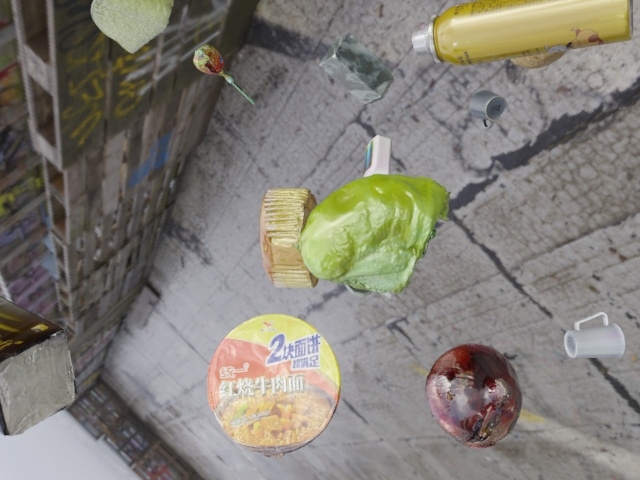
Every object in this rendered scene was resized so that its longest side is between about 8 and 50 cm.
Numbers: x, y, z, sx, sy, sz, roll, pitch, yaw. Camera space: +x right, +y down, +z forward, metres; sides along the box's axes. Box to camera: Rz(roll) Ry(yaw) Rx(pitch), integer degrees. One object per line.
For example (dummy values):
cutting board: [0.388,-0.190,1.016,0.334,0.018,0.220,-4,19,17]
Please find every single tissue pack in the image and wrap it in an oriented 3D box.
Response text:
tissue pack: [-0.750,0.264,1.422,0.370,0.198,0.210,17,122,31]

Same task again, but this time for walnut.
walnut: [0.479,-0.455,1.370,0.166,0.149,0.167,-6,83,54]

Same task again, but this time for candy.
candy: [-0.198,-0.348,1.346,0.060,0.060,0.201,21,171,37]

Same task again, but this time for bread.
bread: [-0.074,-0.005,1.515,0.133,0.179,0.250,-2,124,9]

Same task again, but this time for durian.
durian: [0.119,-0.020,1.339,0.339,0.256,0.204,9,172,-11]

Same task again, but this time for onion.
onion: [0.412,0.395,1.589,0.272,0.272,0.195,48,159,-7]

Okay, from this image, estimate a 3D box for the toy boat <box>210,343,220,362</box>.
toy boat: [-0.221,0.275,1.597,0.060,0.137,0.061,53,163,6]

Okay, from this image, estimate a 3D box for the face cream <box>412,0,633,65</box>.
face cream: [0.321,-0.355,1.038,0.348,0.105,0.105,0,132,30]

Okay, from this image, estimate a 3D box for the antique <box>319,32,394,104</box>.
antique: [0.102,-0.447,1.659,0.183,0.086,0.088,37,163,-22]

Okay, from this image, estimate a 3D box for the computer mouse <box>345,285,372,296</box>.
computer mouse: [0.134,0.084,1.691,0.089,0.181,0.056,48,156,6]

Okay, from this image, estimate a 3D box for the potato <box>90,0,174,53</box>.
potato: [-0.339,-0.401,1.083,0.120,0.081,0.149,19,165,-36]

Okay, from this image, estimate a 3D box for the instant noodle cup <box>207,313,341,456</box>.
instant noodle cup: [-0.060,0.233,1.034,0.213,0.213,0.174,36,176,13]

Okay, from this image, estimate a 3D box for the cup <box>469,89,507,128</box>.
cup: [0.456,-0.350,1.693,0.077,0.078,0.100,-128,26,-62]

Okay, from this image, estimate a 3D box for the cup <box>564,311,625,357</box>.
cup: [0.620,0.216,1.421,0.074,0.116,0.104,128,139,-85]

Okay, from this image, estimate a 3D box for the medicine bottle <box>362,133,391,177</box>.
medicine bottle: [0.173,-0.215,1.935,0.078,0.219,0.115,16,140,-9]
